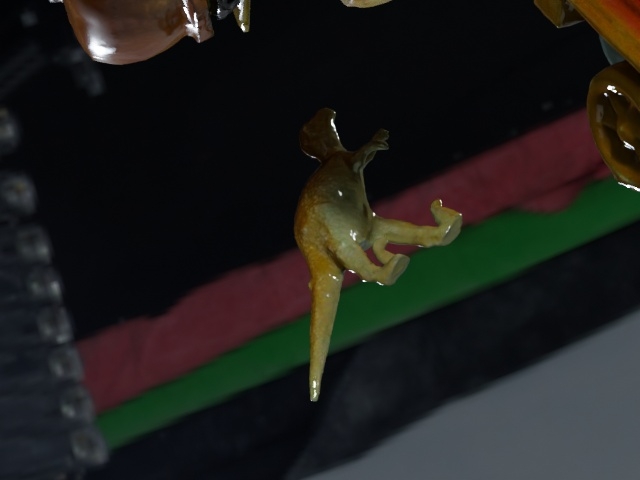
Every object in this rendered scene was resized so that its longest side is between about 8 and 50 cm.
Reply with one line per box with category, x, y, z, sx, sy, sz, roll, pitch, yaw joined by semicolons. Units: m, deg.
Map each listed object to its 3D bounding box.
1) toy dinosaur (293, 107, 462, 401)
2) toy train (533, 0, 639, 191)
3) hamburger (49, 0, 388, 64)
toy dinosaur;0.000;0.000;0.969;0.162;0.126;0.039;-50;-35;-15
toy train;0.255;-0.101;0.866;0.163;0.369;0.231;-26;-37;-17
hamburger;-0.053;-0.231;0.812;0.225;0.291;0.291;-19;-23;-3
